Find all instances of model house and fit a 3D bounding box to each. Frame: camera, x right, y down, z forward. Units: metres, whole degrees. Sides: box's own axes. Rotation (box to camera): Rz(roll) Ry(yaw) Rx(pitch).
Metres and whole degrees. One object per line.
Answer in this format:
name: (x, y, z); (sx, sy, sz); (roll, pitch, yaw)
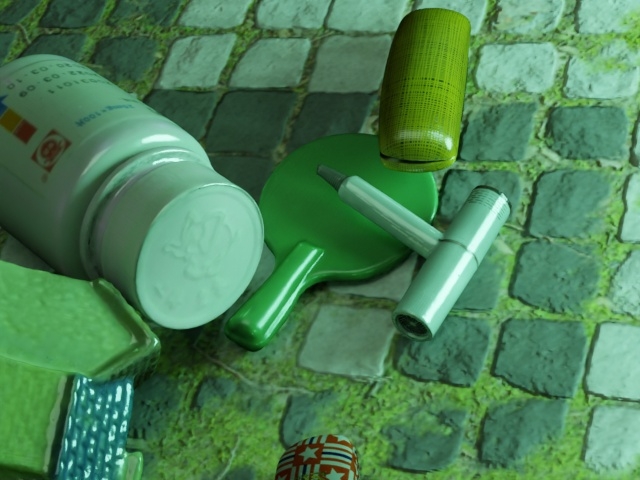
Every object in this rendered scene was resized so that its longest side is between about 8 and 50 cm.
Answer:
model house: (-0.236, 0.141, 1.439); (0.189, 0.195, 0.214); (8, 65, -7)

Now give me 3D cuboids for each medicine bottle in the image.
medicine bottle: (-0.191, -0.044, 1.545); (0.170, 0.170, 0.293); (-40, 45, -18)

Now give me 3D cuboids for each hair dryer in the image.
hair dryer: (0.053, -0.008, 1.518); (0.183, 0.044, 0.155); (23, 57, 19)

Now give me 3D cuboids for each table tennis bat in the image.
table tennis bat: (0.000, 0.000, 1.552); (0.160, 0.039, 0.257); (25, 59, 24)

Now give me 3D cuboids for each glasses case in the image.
glasses case: (-0.001, 0.234, 1.340); (0.073, 0.049, 0.194); (-12, 48, 7)
glasses case: (0.096, -0.144, 1.612); (0.079, 0.064, 0.234); (3, 39, 7)
